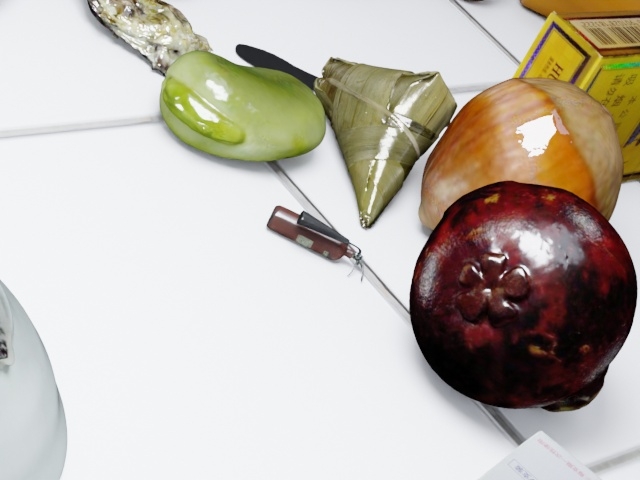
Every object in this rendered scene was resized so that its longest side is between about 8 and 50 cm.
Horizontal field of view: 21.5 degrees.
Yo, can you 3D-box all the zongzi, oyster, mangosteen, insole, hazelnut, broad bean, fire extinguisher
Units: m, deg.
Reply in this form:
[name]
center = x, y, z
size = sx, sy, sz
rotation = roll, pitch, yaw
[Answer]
[zongzi]
center = 0.033, -0.097, 1.673
size = 0.160, 0.176, 0.078
rotation = 14, -23, 45
[oyster]
center = -0.179, -0.223, 1.679
size = 0.166, 0.053, 0.108
rotation = 31, 42, -10
[mangosteen]
center = 0.175, 0.048, 1.446
size = 0.210, 0.210, 0.210
rotation = 20, 34, -14
[insole]
center = -0.028, -0.174, 1.768
size = 0.135, 0.002, 0.045
rotation = 22, 34, -10
[hazelnut]
center = 0.191, -0.062, 1.615
size = 0.214, 0.214, 0.176
rotation = -33, 97, -54
[broad bean]
center = -0.072, -0.127, 1.595
size = 0.175, 0.082, 0.124
rotation = 5, 37, -30
[fire extinguisher]
center = 0.003, -0.005, 1.520
size = 0.100, 0.046, 0.032
rotation = 26, 46, -2

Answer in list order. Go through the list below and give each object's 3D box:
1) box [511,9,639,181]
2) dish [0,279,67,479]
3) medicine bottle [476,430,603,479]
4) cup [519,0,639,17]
[box]
center = 0.319, -0.153, 1.825
size = 0.301, 0.193, 0.084
rotation = -9, 49, -44
[dish]
center = -0.302, 0.066, 1.135
size = 0.316, 0.106, 0.316
rotation = 20, 33, -14
[medicine bottle]
center = 0.201, 0.255, 1.311
size = 0.201, 0.052, 0.171
rotation = 40, 35, 19
[cup]
center = 0.403, -0.329, 2.134
size = 0.264, 0.182, 0.226
rotation = 24, 71, 4
